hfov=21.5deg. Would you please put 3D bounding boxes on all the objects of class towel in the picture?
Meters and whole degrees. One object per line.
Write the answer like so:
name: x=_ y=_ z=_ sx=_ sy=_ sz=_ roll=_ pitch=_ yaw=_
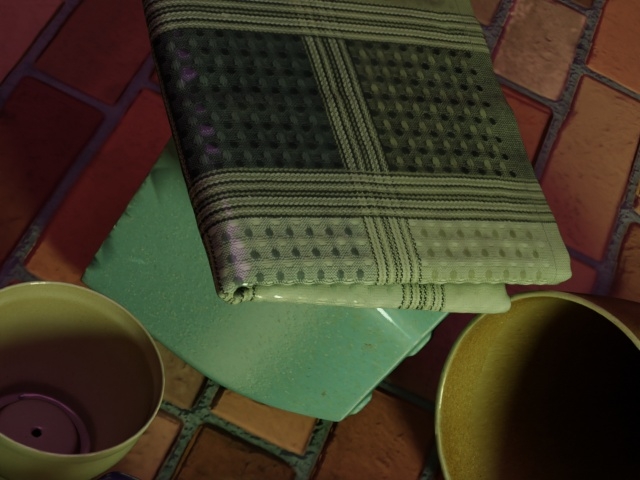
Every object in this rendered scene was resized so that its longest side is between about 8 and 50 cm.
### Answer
towel: x=0.024 y=-0.087 z=1.323 sx=0.324 sy=0.056 sz=0.312 roll=0 pitch=59 yaw=-32

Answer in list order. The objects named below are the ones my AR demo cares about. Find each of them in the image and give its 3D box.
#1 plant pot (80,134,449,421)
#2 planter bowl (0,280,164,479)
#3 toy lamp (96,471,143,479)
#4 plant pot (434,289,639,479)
plant pot: x=0.000 y=0.000 z=1.428 sx=0.252 sy=0.247 sz=0.248 roll=44 pitch=47 yaw=6
planter bowl: x=-0.212 y=0.127 z=1.299 sx=0.162 sy=0.109 sz=0.162 roll=13 pitch=46 yaw=-14
toy lamp: x=-0.069 y=0.265 z=1.239 sx=0.275 sy=0.080 sz=0.080 roll=36 pitch=44 yaw=26
plant pot: x=0.268 y=0.148 z=1.439 sx=0.254 sy=0.237 sz=0.237 roll=-6 pitch=52 yaw=-47
